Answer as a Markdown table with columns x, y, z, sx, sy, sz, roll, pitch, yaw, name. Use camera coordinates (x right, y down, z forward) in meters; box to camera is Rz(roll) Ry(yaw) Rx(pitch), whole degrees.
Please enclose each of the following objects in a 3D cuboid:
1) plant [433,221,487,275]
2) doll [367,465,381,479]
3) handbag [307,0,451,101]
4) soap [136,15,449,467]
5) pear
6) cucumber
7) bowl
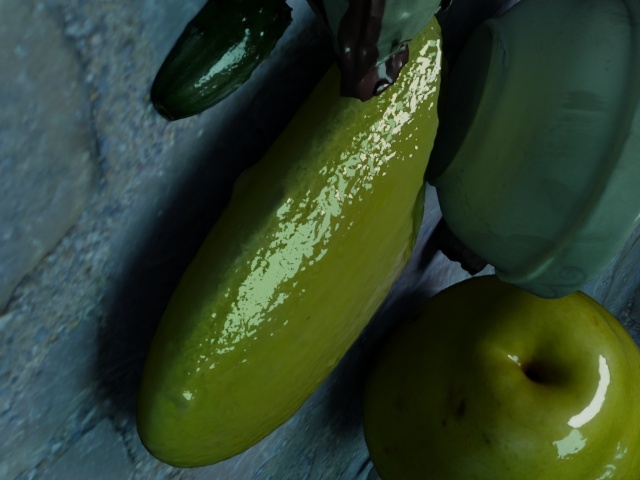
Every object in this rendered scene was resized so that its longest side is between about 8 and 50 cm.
| x | y | z | sx | sy | sz | roll | pitch | yaw | name |
| --- | --- | --- | --- | --- | --- | --- | --- | --- | --- |
| 0.207 | -0.031 | 1.321 | 0.143 | 0.092 | 0.094 | -50 | 150 | -7 | plant |
| 0.113 | 0.355 | 1.669 | 0.160 | 0.059 | 0.161 | -62 | 160 | 8 | doll |
| 0.046 | -0.229 | 0.634 | 0.235 | 0.127 | 0.213 | 103 | 3 | -51 | handbag |
| 0.003 | 0.001 | 0.861 | 0.427 | 0.115 | 0.306 | -56 | 166 | -7 | soap |
| 0.235 | 0.213 | 1.328 | 0.362 | 0.362 | 0.418 | -52 | 163 | -18 | pear |
| -0.059 | -0.115 | 0.679 | 0.107 | 0.035 | 0.067 | -52 | 160 | -14 | cucumber |
| 0.205 | -0.108 | 1.015 | 0.307 | 0.163 | 0.307 | -162 | -90 | -81 | bowl |
